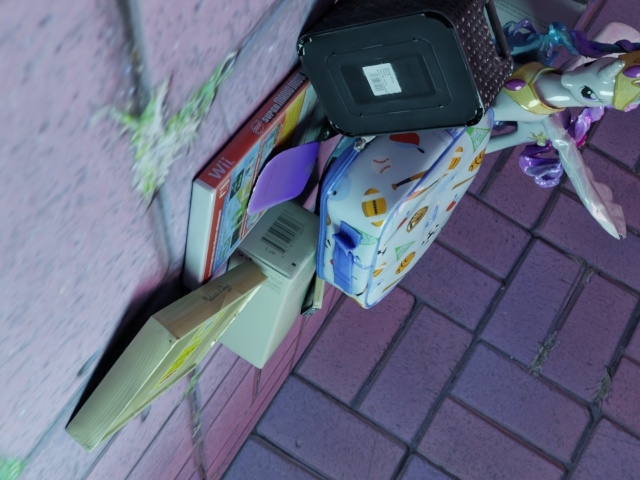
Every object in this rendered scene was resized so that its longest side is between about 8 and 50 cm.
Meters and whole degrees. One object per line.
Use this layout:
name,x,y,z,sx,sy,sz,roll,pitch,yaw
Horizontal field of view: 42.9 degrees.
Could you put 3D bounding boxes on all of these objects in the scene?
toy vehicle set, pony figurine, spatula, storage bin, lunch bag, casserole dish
toy vehicle set,-0.161,0.118,0.914,0.166,0.035,0.267,-50,175,18
pony figurine,0.311,-0.174,1.125,0.351,0.363,0.303,18,77,-54
spatula,0.003,-0.117,0.972,0.296,0.030,0.084,-49,166,-51
storage bin,0.082,-0.178,0.800,0.084,0.180,0.122,-54,129,-37
lunch bag,0.089,-0.053,0.998,0.243,0.115,0.303,-46,162,-20
casserole dish,0.041,-0.121,1.378,0.114,0.037,0.188,-55,171,-27

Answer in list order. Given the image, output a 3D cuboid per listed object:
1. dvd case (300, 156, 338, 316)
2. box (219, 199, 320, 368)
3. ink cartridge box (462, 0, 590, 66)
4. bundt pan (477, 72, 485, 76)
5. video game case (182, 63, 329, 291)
dvd case,0.000,0.000,1.233,0.164,0.018,0.221,127,-30,-78
box,-0.073,0.064,1.146,0.113,0.094,0.275,-53,171,-35
ink cartridge box,0.302,-0.416,1.175,0.129,0.223,0.307,-54,172,-29
bundt pan,0.331,-0.459,1.577,0.331,0.124,0.331,-56,172,-12
video game case,-0.056,-0.093,0.903,0.285,0.025,0.204,-54,172,-33
